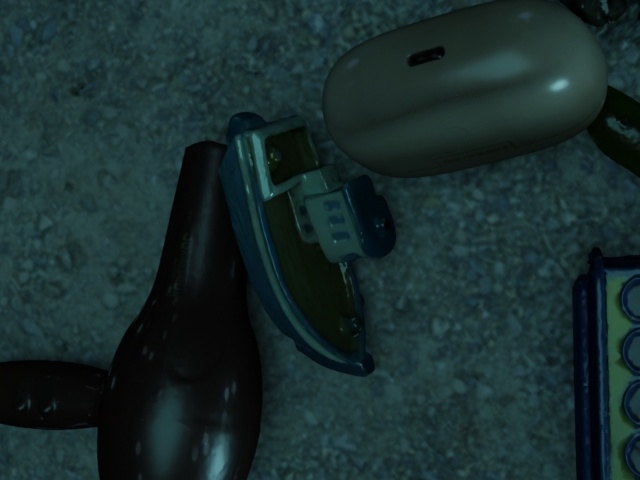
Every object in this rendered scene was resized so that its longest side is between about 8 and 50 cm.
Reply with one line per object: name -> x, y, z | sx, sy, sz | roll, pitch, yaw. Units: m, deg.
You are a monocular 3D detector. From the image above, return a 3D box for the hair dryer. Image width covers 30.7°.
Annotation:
hair dryer -> -0.203, 0.079, 0.948 | 0.340, 0.123, 0.313 | 0, 82, 24

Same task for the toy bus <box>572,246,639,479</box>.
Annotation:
toy bus -> 0.266, 0.149, 0.808 | 0.175, 0.138, 0.288 | -1, 92, 12

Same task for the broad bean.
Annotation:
broad bean -> 0.284, -0.052, 0.846 | 0.226, 0.039, 0.069 | 21, 103, 10

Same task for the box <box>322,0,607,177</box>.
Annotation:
box -> 0.101, -0.104, 0.826 | 0.200, 0.146, 0.088 | -12, 73, 25

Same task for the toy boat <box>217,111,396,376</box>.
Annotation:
toy boat -> 0.000, 0.000, 0.870 | 0.102, 0.088, 0.215 | -11, 100, 36

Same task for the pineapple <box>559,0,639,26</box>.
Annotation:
pineapple -> 0.222, -0.203, 0.793 | 0.340, 0.169, 0.169 | 17, 96, 13
